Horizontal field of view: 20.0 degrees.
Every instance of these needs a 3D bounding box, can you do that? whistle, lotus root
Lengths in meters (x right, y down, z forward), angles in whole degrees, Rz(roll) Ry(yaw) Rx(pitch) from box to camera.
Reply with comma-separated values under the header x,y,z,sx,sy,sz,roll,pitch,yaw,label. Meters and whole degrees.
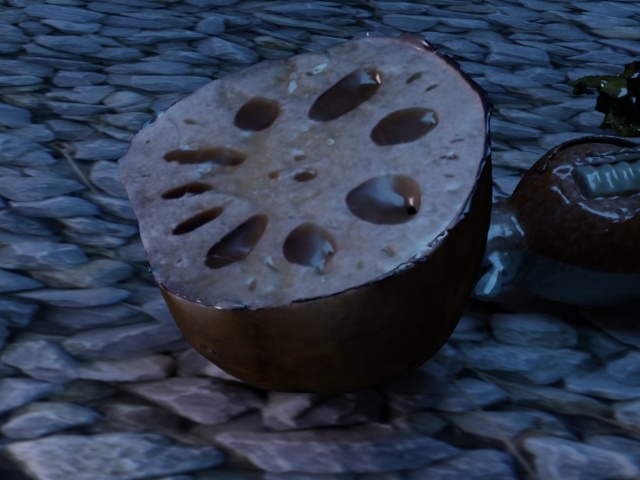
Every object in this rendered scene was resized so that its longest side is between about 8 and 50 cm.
x,y,z,sx,sy,sz,roll,pitch,yaw,label
0.160,-0.005,1.409,0.346,0.133,0.142,-8,59,-16,whistle
0.000,0.000,1.222,0.272,0.192,0.272,-4,47,5,lotus root

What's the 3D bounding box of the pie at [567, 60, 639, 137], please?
x,y,z,sx,sy,sz,roll,pitch,yaw,label
0.369,-0.108,1.436,0.296,0.078,0.371,2,4,-9,pie
